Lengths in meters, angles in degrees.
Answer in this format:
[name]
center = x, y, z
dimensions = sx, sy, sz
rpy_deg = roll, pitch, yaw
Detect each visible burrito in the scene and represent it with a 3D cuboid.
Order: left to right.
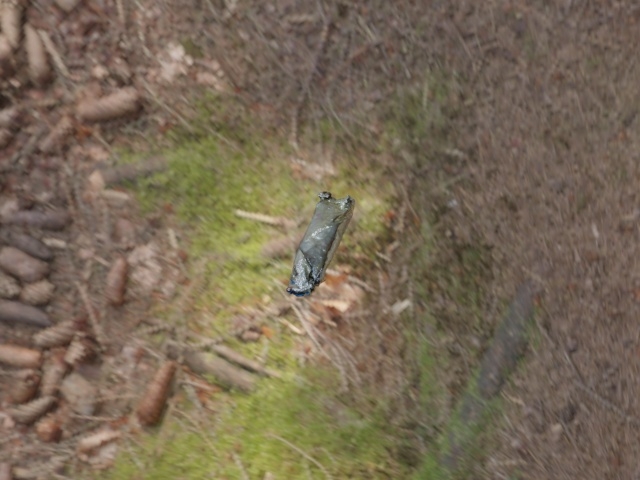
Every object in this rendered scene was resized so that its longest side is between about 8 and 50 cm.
[burrito]
center = 0.001, 0.002, 1.623
dimensions = 0.051, 0.042, 0.171
rpy_deg = -3, 39, 25
